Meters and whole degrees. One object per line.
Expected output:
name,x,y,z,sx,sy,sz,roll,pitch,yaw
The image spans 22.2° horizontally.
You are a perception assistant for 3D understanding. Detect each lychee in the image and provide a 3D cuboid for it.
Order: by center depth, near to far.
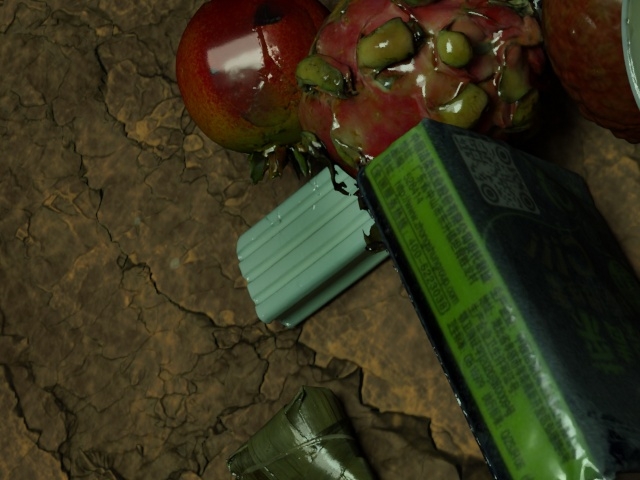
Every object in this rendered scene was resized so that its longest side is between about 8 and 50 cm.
lychee,0.336,-0.238,1.560,0.255,0.255,0.300,52,147,35

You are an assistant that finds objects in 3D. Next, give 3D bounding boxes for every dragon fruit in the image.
dragon fruit,0.105,-0.166,1.684,0.269,0.250,0.291,-39,8,-21

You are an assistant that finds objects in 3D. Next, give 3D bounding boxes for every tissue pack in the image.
tissue pack,0.220,0.086,1.542,0.124,0.288,0.394,-41,57,27

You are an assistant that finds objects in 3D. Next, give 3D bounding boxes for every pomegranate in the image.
pomegranate,-0.062,-0.184,1.891,0.210,0.210,0.235,-6,91,38

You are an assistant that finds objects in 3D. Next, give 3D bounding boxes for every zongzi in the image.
zongzi,-0.013,0.271,1.825,0.160,0.078,0.176,-45,63,29

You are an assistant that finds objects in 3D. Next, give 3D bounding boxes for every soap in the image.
soap,0.000,0.000,1.882,0.198,0.066,0.119,-38,56,26

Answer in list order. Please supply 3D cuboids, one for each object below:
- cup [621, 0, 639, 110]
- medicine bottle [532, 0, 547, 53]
cup,0.463,-0.149,1.354,0.237,0.327,0.322,-44,59,61
medicine bottle,0.279,-0.305,1.748,0.092,0.061,0.220,25,95,15
